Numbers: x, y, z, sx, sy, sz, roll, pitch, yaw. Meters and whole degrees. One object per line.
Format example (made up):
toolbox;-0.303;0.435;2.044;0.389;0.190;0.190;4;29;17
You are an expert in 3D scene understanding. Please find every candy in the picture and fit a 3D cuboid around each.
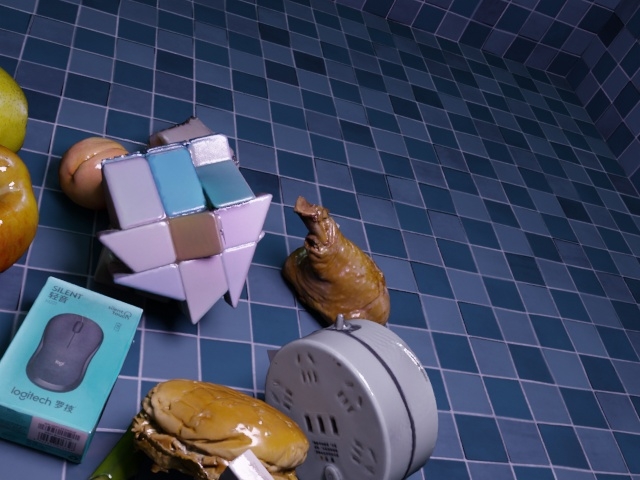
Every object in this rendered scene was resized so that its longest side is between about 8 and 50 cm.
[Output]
candy;-0.344;-0.216;1.909;0.195;0.137;0.185;41;41;12

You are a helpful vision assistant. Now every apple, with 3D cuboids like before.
apple;-0.709;-0.069;1.433;0.301;0.301;0.301;17;41;-15

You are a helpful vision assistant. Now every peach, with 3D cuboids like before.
peach;-0.528;-0.156;1.712;0.184;0.184;0.184;17;41;-15

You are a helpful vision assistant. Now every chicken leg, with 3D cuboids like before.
chicken leg;0.000;0.058;1.736;0.295;0.409;0.182;16;57;41

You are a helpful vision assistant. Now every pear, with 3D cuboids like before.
pear;-0.797;-0.289;1.614;0.294;0.294;0.294;17;41;-15

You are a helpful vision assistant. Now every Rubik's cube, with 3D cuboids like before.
Rubik's cube;-0.312;-0.025;1.574;0.387;0.368;0.358;-15;11;-18

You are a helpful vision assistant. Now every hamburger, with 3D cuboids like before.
hamburger;-0.170;0.354;1.294;0.318;0.318;0.158;20;84;-11

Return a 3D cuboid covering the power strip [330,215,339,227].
power strip;0.000;0.000;1.975;0.060;0.027;0.253;28;40;-2

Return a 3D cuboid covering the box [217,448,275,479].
box;-0.114;0.491;1.123;0.051;0.365;0.204;-27;65;-41

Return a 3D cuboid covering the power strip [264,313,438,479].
power strip;0.050;0.322;1.414;0.161;0.357;0.357;-16;57;-43

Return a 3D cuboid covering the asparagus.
asparagus;-0.338;0.370;1.355;0.067;0.060;0.278;26;39;5

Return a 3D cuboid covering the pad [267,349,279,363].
pad;-0.022;0.303;1.662;0.190;0.004;0.127;4;46;-28

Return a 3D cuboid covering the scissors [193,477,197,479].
scissors;-0.141;0.493;1.376;0.212;0.021;0.110;15;38;-17

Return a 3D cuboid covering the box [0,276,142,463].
box;-0.482;0.234;1.368;0.205;0.118;0.311;23;40;-10
